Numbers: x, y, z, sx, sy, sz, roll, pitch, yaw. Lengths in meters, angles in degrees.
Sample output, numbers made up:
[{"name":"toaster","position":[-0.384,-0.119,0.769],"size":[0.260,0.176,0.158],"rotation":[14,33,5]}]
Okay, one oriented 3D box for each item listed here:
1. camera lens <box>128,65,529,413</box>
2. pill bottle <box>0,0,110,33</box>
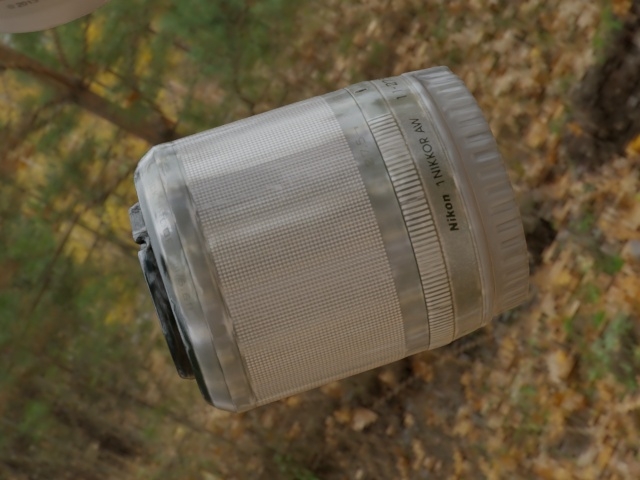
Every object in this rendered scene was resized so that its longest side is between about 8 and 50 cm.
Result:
[{"name":"camera lens","position":[0.000,0.000,0.993],"size":[0.274,0.219,0.219],"rotation":[-18,0,-5]},{"name":"pill bottle","position":[-0.225,-0.295,0.634],"size":[0.229,0.229,0.408],"rotation":[-64,-21,-12]}]
